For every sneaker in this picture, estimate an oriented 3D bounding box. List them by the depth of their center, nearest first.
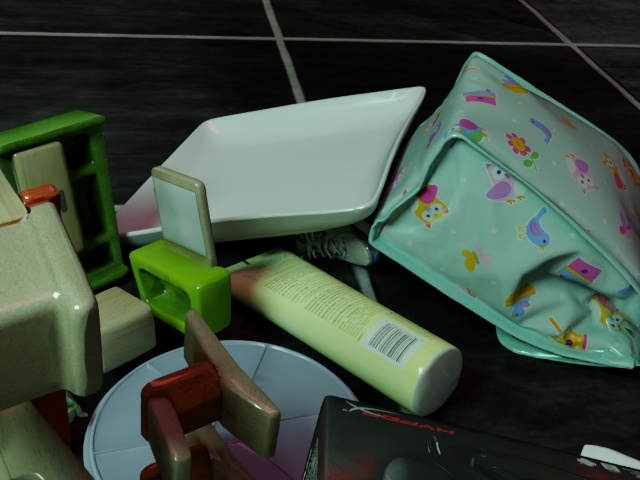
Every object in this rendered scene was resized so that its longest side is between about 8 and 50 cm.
[{"bbox_3d":[0.000,0.000,0.805,0.058,0.052,0.135,-31,39,-34],"label":"sneaker"}]

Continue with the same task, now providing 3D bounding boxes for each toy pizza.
[{"bbox_3d":[-0.064,0.145,0.588,0.201,0.032,0.201,3,33,-2],"label":"toy pizza"}]

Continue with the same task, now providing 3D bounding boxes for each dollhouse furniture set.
[{"bbox_3d":[-0.165,0.090,0.405,0.262,0.259,0.135,-19,47,-31],"label":"dollhouse furniture set"},{"bbox_3d":[-0.240,0.031,0.595,0.198,0.151,0.301,21,36,40],"label":"dollhouse furniture set"}]

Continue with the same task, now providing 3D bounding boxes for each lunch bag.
[{"bbox_3d":[0.199,-0.021,0.755,0.262,0.160,0.223,34,34,-6],"label":"lunch bag"}]

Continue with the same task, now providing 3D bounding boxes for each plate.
[{"bbox_3d":[-0.043,-0.071,0.841,0.278,0.045,0.277,-5,30,21],"label":"plate"}]

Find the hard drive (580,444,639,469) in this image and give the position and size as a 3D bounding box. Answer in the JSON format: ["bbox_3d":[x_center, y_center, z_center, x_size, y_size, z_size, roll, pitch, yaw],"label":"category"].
[{"bbox_3d":[0.205,0.275,0.421,0.233,0.047,0.353,20,36,21],"label":"hard drive"}]

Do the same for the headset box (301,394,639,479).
[{"bbox_3d":[0.091,0.177,0.293,0.218,0.110,0.293,14,9,-1],"label":"headset box"}]

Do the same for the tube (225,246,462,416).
[{"bbox_3d":[0.010,0.065,0.703,0.240,0.062,0.070,28,-4,37],"label":"tube"}]
